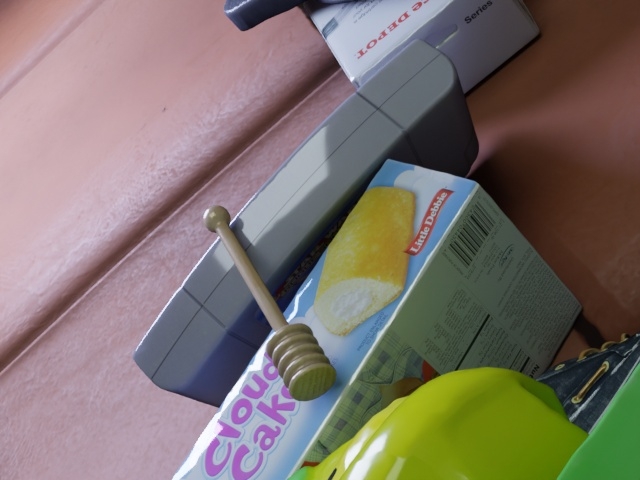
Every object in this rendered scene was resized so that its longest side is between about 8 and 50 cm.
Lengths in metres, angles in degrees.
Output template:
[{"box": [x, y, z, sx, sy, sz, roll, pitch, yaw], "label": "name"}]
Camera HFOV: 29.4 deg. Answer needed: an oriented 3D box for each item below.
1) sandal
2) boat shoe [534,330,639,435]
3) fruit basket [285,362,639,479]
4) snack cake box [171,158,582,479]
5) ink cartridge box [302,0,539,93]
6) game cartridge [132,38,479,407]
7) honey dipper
[{"box": [0.017, -0.240, 1.056, 0.254, 0.054, 0.097, -13, 40, 50], "label": "sandal"}, {"box": [0.182, 0.081, 0.733, 0.183, 0.065, 0.083, -51, 37, -6], "label": "boat shoe"}, {"box": [0.122, 0.127, 0.523, 0.392, 0.283, 0.392, -3, 37, 3], "label": "fruit basket"}, {"box": [0.041, 0.101, 0.780, 0.089, 0.152, 0.264, 20, 71, 48], "label": "snack cake box"}, {"box": [0.077, -0.206, 1.073, 0.153, 0.087, 0.208, -38, 37, 11], "label": "ink cartridge box"}, {"box": [0.000, 0.000, 0.882, 0.062, 0.198, 0.297, 41, 89, 14], "label": "game cartridge"}, {"box": [-0.038, 0.030, 0.742, 0.030, 0.030, 0.161, -41, 50, 8], "label": "honey dipper"}]
